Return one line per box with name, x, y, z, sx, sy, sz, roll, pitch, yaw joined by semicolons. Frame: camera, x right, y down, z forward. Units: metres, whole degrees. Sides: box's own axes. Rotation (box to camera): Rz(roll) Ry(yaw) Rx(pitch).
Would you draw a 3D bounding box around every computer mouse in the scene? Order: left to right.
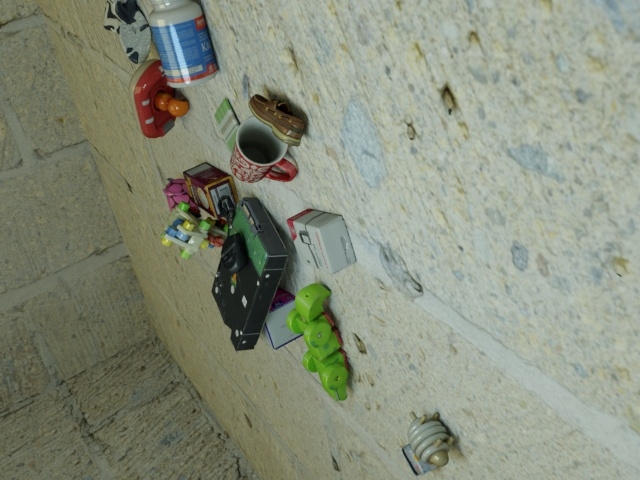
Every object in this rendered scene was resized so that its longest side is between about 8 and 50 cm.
computer mouse;-0.224;-0.018;1.762;0.071;0.041;0.242;-39;49;36

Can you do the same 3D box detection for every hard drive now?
hard drive;-0.191;0.089;1.801;0.237;0.064;0.339;58;139;42

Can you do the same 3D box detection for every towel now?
towel;-0.214;-0.266;1.717;0.152;0.023;0.113;66;155;1

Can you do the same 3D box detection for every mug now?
mug;-0.137;-0.178;1.530;0.150;0.113;0.169;64;160;4

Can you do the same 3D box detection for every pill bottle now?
pill bottle;-0.322;-0.476;1.591;0.124;0.124;0.221;32;142;51

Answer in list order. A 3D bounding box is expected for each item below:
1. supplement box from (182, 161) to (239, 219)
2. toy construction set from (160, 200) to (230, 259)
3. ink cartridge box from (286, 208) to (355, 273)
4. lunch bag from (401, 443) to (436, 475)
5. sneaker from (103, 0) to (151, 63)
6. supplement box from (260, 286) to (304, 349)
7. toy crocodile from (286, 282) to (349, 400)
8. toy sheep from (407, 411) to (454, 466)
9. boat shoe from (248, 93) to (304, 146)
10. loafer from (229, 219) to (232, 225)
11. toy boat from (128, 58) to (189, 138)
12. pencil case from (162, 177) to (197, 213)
supplement box;-0.311;-0.144;1.965;0.188;0.080;0.104;30;140;53
toy construction set;-0.320;0.005;1.977;0.327;0.151;0.215;44;178;-42
ink cartridge box;0.000;0.000;1.478;0.150;0.063;0.109;17;129;60
lunch bag;0.217;0.482;1.533;0.071;0.053;0.083;60;166;13
sneaker;-0.563;-0.612;1.999;0.235;0.094;0.153;67;158;-6
supplement box;-0.143;0.201;1.927;0.220;0.111;0.114;20;131;58
toy crocodile;0.008;0.257;1.701;0.115;0.105;0.341;27;142;54
toy sheep;0.220;0.402;1.408;0.091;0.091;0.132;88;161;-44
boat shoe;-0.085;-0.258;1.410;0.178;0.064;0.060;47;119;39
loafer;-0.225;-0.002;1.960;0.050;0.056;0.148;15;127;53
toy boat;-0.439;-0.392;1.947;0.151;0.151;0.231;18;139;18
pencil case;-0.461;-0.109;2.299;0.095;0.098;0.209;46;152;36
